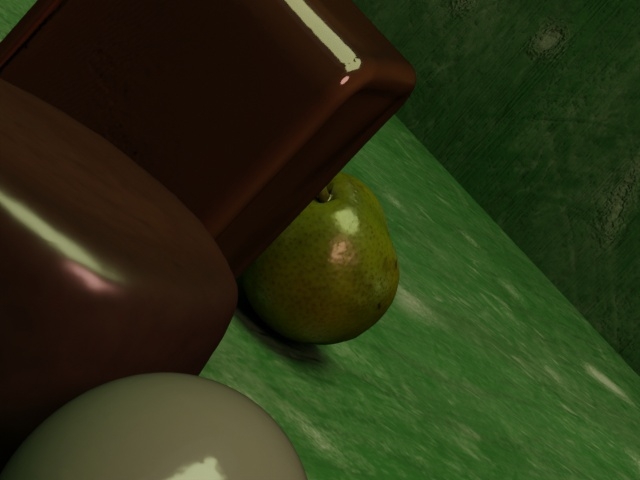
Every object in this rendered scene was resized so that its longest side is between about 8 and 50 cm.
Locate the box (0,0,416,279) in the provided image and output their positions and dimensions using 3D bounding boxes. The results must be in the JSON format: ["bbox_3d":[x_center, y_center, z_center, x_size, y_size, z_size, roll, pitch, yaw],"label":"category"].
[{"bbox_3d":[-0.117,-0.103,1.341,0.229,0.339,0.239,46,14,8],"label":"box"}]

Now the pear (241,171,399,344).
[{"bbox_3d":[0.000,0.000,1.620,0.166,0.216,0.180,7,39,1],"label":"pear"}]

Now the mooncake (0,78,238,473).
[{"bbox_3d":[-0.213,0.013,1.044,0.333,0.174,0.326,30,14,-31],"label":"mooncake"}]

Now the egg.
[{"bbox_3d":[-0.096,0.167,0.866,0.176,0.176,0.232,42,23,1],"label":"egg"}]
